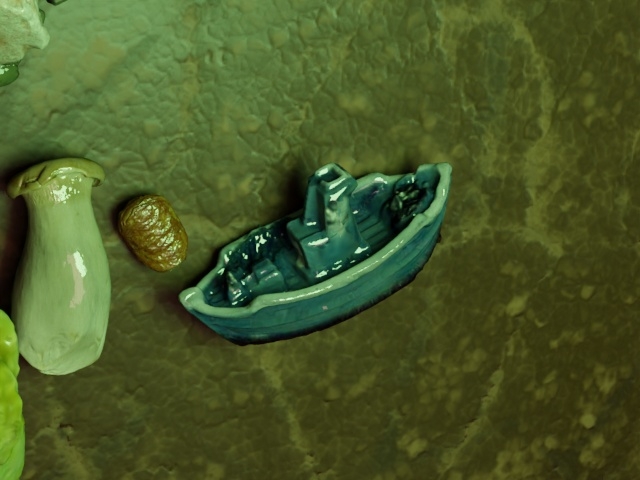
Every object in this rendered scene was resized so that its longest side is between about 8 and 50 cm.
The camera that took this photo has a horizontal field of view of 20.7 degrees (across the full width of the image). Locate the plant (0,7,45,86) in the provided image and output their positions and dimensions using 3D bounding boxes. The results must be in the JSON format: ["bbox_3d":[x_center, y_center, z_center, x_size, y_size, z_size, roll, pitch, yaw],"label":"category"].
[{"bbox_3d":[-0.321,-0.153,1.572,0.174,0.085,0.087,-42,144,-12],"label":"plant"}]

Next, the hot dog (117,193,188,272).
[{"bbox_3d":[-0.163,-0.009,1.713,0.058,0.035,0.083,-36,119,-10],"label":"hot dog"}]

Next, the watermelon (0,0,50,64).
[{"bbox_3d":[-0.338,-0.255,1.453,0.310,0.231,0.193,-62,153,-9],"label":"watermelon"}]

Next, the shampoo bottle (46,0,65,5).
[{"bbox_3d":[-0.163,-0.299,1.598,0.227,0.056,0.086,-29,112,-13],"label":"shampoo bottle"}]

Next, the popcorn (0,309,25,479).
[{"bbox_3d":[-0.384,0.181,1.610,0.225,0.174,0.286,-1,120,-9],"label":"popcorn"}]

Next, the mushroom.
[{"bbox_3d":[-0.247,0.024,1.659,0.097,0.088,0.212,0,105,9],"label":"mushroom"}]

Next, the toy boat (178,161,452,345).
[{"bbox_3d":[0.000,0.000,1.738,0.309,0.129,0.142,-27,128,-13],"label":"toy boat"}]
